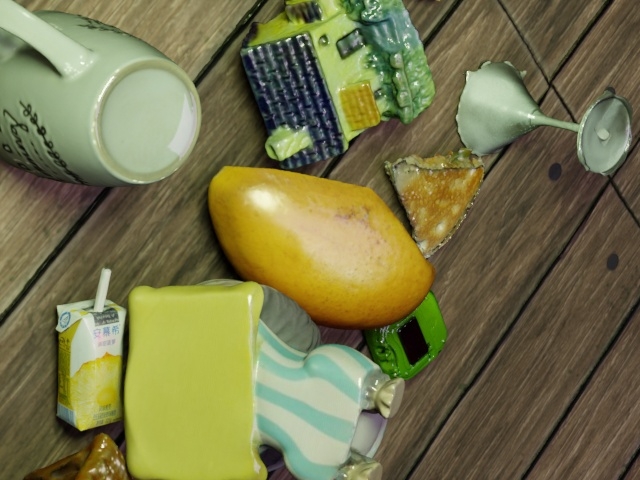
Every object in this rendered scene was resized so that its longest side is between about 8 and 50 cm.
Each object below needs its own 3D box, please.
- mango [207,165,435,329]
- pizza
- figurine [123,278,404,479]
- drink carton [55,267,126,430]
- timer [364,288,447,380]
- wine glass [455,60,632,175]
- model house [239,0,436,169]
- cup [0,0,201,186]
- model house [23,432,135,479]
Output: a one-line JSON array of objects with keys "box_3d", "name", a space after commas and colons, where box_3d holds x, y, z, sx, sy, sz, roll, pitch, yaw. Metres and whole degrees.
[{"box_3d": [0.000, 0.000, 1.662, 0.350, 0.201, 0.199, 24, 55, -35], "name": "mango"}, {"box_3d": [0.149, -0.073, 1.849, 0.195, 0.052, 0.185, 32, 89, -46], "name": "pizza"}, {"box_3d": [-0.031, 0.185, 1.605, 0.378, 0.362, 0.266, 4, 102, -68], "name": "figurine"}, {"box_3d": [-0.278, 0.123, 1.537, 0.084, 0.075, 0.199, -8, 107, -39], "name": "drink carton"}, {"box_3d": [0.129, 0.137, 1.900, 0.128, 0.047, 0.140, -37, 124, -25], "name": "timer"}, {"box_3d": [0.328, -0.173, 1.846, 0.156, 0.232, 0.156, -14, 113, -37], "name": "wine glass"}, {"box_3d": [0.004, -0.209, 1.609, 0.211, 0.170, 0.193, -37, 126, -25], "name": "model house"}, {"box_3d": [-0.267, -0.168, 1.354, 0.186, 0.234, 0.258, -54, 128, -14], "name": "cup"}, {"box_3d": [-0.301, 0.365, 1.504, 0.229, 0.220, 0.199, -34, 111, -16], "name": "model house"}]
